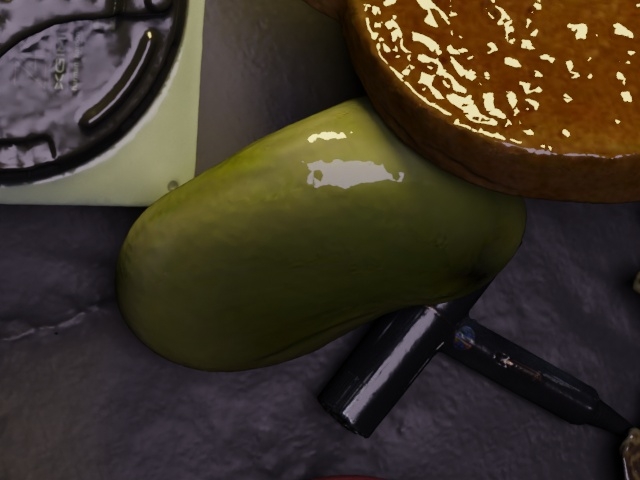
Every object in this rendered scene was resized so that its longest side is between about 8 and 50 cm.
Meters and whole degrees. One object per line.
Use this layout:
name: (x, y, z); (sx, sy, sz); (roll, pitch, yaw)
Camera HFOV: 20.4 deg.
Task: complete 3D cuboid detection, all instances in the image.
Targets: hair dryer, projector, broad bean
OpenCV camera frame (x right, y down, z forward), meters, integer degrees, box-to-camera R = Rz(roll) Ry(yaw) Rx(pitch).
hair dryer: (0.119, 0.101, 1.205); (0.195, 0.050, 0.173); (43, 83, -13)
projector: (-0.195, -0.151, 1.064); (0.259, 0.079, 0.257); (1, 98, -22)
broad bean: (0.000, 0.000, 1.109); (0.263, 0.189, 0.121); (-27, 53, -5)

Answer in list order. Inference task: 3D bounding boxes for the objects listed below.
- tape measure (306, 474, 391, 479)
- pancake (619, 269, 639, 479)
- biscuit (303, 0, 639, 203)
tape measure: (0.034, 0.270, 1.124); (0.245, 0.149, 0.232); (17, 86, -14)
pancake: (0.247, 0.119, 1.232); (0.184, 0.020, 0.190); (46, 71, -20)
biscuit: (0.122, -0.177, 1.116); (0.314, 0.063, 0.367); (0, 56, -5)
